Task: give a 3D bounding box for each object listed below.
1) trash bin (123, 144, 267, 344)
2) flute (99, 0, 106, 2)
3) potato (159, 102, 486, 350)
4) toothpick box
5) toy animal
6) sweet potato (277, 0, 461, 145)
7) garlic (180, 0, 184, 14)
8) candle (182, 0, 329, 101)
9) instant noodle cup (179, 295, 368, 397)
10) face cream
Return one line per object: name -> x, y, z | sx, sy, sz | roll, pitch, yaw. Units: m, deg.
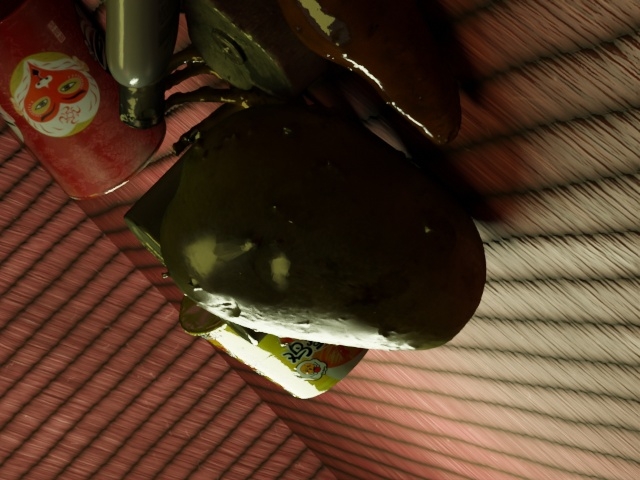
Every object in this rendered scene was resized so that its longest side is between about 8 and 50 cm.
trash bin -> -0.075, -0.034, 1.769 | 0.243, 0.247, 0.121 | 42, 168, 6
flute -> -0.250, -0.370, 1.552 | 0.027, 0.027, 0.233 | 21, 127, 60
potato -> 0.010, -0.012, 1.579 | 0.359, 0.219, 0.270 | 14, 128, 0
toothpick box -> -0.409, -0.247, 2.228 | 0.204, 0.204, 0.333 | 27, 157, 53
toy animal -> -0.072, -0.154, 1.707 | 0.275, 0.149, 0.054 | 13, 170, 8
sweet potato -> 0.020, -0.212, 1.257 | 0.359, 0.112, 0.112 | 53, 165, -18
garlic -> -0.209, -0.331, 1.642 | 0.101, 0.087, 0.195 | 11, 143, 45
candle -> -0.083, -0.234, 1.582 | 0.192, 0.068, 0.168 | 19, 150, 54
instant noodle cup -> -0.045, 0.089, 2.073 | 0.200, 0.264, 0.264 | 43, 168, -24
face cream -> -0.190, -0.244, 1.566 | 0.071, 0.144, 0.291 | 13, 138, 4
